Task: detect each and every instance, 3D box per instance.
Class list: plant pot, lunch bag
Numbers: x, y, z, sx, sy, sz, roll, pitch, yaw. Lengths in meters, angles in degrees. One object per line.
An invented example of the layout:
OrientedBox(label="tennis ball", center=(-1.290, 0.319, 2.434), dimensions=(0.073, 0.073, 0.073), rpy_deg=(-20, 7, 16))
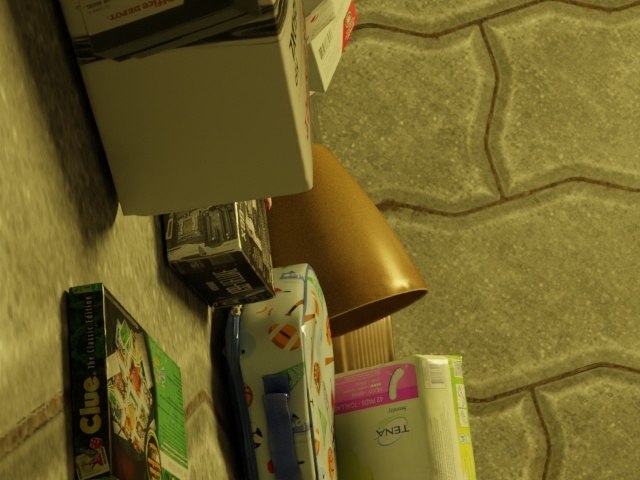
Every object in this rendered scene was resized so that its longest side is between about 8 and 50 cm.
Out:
OrientedBox(label="plant pot", center=(0.000, 0.000, 1.992), dimensions=(0.237, 0.237, 0.254), rpy_deg=(59, 10, -79))
OrientedBox(label="lunch bag", center=(-0.046, 0.184, 1.638), dimensions=(0.243, 0.115, 0.303), rpy_deg=(-82, 164, -67))
OrientedBox(label="plant pot", center=(0.062, 0.144, 2.269), dimensions=(0.237, 0.110, 0.237), rpy_deg=(-6, 90, -86))

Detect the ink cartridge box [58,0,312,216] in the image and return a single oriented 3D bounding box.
OrientedBox(label="ink cartridge box", center=(-0.114, -0.260, 1.110), dimensions=(0.285, 0.166, 0.395), rpy_deg=(-92, 173, -51))

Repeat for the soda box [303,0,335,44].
OrientedBox(label="soda box", center=(-0.084, -0.292, 1.456), dimensions=(0.216, 0.069, 0.074), rpy_deg=(44, -5, 11))

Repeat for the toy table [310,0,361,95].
OrientedBox(label="toy table", center=(-0.047, -0.331, 1.855), dimensions=(0.161, 0.252, 0.274), rpy_deg=(107, -20, -59))

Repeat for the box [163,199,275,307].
OrientedBox(label="box", center=(-0.113, -0.102, 1.452), dimensions=(0.242, 0.076, 0.307), rpy_deg=(63, 19, -76))

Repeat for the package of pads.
OrientedBox(label="package of pads", center=(0.061, 0.284, 1.798), dimensions=(0.101, 0.296, 0.229), rpy_deg=(8, 70, -45))

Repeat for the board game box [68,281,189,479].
OrientedBox(label="board game box", center=(-0.138, 0.132, 1.044), dimensions=(0.260, 0.030, 0.136), rpy_deg=(70, 11, -70))

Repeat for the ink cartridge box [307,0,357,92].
OrientedBox(label="ink cartridge box", center=(-0.047, -0.281, 1.615), dimensions=(0.176, 0.127, 0.128), rpy_deg=(74, 33, -52))

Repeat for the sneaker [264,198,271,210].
OrientedBox(label="sneaker", center=(-0.094, -0.098, 1.822), dimensions=(0.170, 0.063, 0.075), rpy_deg=(85, -1, -68))
